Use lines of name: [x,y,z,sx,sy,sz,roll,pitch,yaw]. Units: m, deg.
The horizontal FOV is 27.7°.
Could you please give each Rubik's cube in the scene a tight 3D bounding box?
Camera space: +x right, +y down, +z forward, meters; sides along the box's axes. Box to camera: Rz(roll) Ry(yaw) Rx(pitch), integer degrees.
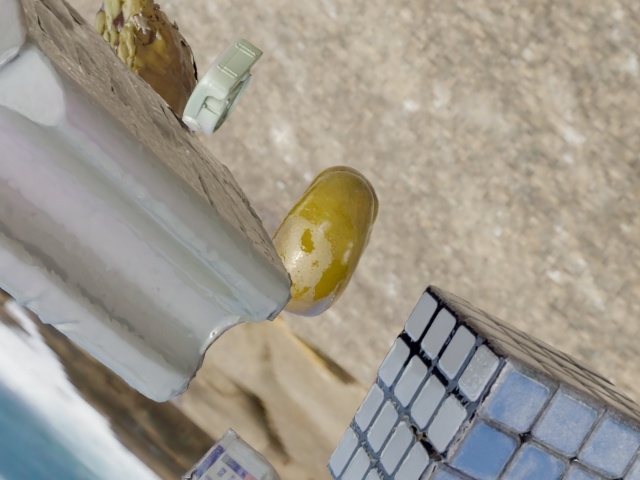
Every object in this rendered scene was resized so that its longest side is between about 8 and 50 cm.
Rubik's cube: [0.256,0.315,1.855,0.344,0.337,0.344,29,-174,-19]

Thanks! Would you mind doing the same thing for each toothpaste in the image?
toothpaste: [-0.105,0.364,1.863,0.282,0.099,0.069,26,129,57]

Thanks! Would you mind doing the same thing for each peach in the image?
peach: [0.000,0.000,2.031,0.153,0.251,0.251,20,162,-2]

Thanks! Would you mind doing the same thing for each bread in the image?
bread: [-0.323,-0.266,2.396,0.167,0.325,0.277,4,156,20]

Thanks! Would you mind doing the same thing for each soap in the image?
soap: [-0.262,-0.081,1.345,0.435,0.213,0.350,46,-174,-38]

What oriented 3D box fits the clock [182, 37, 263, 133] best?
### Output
clock: [-0.178,-0.251,2.249,0.062,0.151,0.191,34,137,-1]
